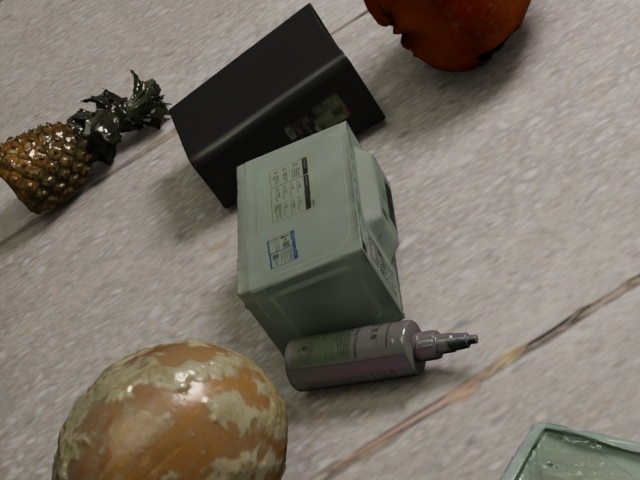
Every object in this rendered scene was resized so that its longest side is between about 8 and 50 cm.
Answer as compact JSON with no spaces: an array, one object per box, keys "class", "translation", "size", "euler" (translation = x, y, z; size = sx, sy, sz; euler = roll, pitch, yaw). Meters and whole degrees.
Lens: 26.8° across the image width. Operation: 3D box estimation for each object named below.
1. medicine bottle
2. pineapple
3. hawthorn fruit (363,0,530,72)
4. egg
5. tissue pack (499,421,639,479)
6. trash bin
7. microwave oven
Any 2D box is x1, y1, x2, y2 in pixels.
[{"class":"medicine bottle","translation":[0.063,0.111,1.336],"size":[0.199,0.058,0.058],"euler":[-10,44,26]},{"class":"pineapple","translation":[-0.317,-0.140,1.811],"size":[0.251,0.125,0.125],"euler":[-35,39,-12]},{"class":"hawthorn fruit","translation":[0.171,-0.351,1.572],"size":[0.211,0.211,0.299],"euler":[37,104,49]},{"class":"egg","translation":[-0.140,0.201,1.262],"size":[0.203,0.203,0.245],"euler":[15,41,42]},{"class":"tissue pack","translation":[0.235,0.263,0.902],"size":[0.198,0.263,0.146],"euler":[11,56,40]},{"class":"trash bin","translation":[-0.061,-0.163,1.658],"size":[0.225,0.115,0.165],"euler":[-32,39,4]},{"class":"microwave oven","translation":[0.000,0.000,1.440],"size":[0.162,0.122,0.208],"euler":[-20,42,15]}]
